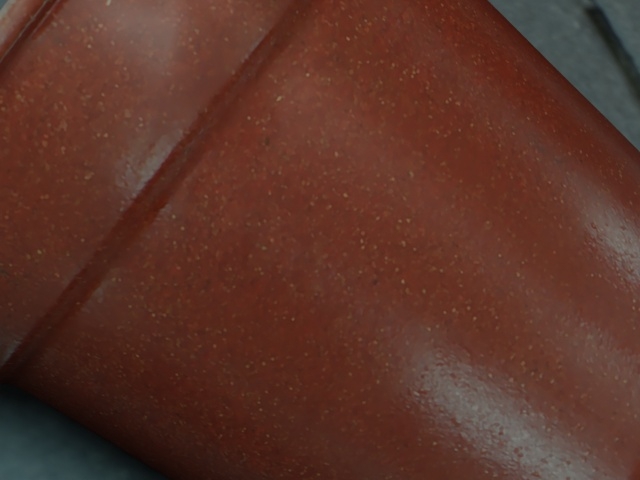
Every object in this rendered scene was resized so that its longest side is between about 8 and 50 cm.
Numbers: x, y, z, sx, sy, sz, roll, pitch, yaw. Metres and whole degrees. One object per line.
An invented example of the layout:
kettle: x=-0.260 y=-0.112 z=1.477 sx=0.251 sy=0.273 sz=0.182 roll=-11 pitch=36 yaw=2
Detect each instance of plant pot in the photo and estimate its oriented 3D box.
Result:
plant pot: x=0.000 y=0.000 z=0.540 sx=0.265 sy=0.272 sz=0.272 roll=39 pitch=55 yaw=-7
